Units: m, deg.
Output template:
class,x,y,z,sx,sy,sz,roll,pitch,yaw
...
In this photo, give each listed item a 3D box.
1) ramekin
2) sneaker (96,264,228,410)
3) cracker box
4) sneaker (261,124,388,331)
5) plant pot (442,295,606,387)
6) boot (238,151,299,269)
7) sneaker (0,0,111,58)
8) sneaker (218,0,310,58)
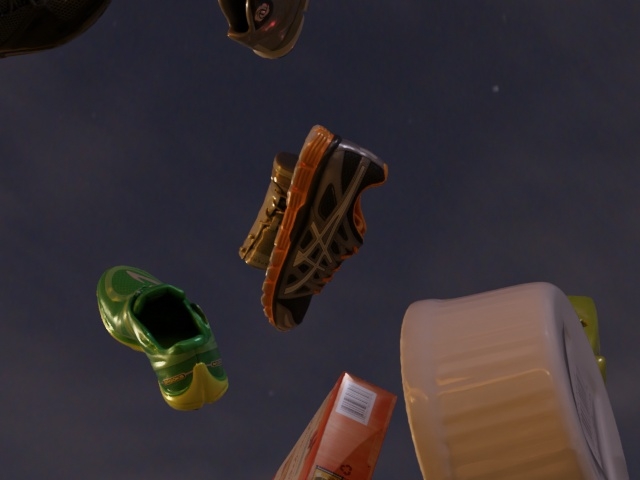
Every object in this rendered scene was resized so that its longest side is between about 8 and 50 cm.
class,x,y,z,sx,sy,sz,roll,pitch,yaw
ramekin,0.186,0.171,1.179,0.135,0.277,0.277,-17,-47,18
sneaker,-0.198,0.095,1.633,0.109,0.295,0.123,-20,-56,-24
cracker box,-0.010,0.264,1.330,0.067,0.155,0.232,26,-46,-3
sneaker,0.000,0.000,1.214,0.083,0.084,0.215,16,-59,-1
plant pot,0.249,0.211,1.634,0.228,0.207,0.227,-3,-71,1
boot,-0.054,-0.035,1.763,0.077,0.213,0.165,30,-85,4
sneaker,-0.318,-0.236,1.283,0.227,0.087,0.130,-16,-9,0
sneaker,-0.054,-0.331,1.515,0.086,0.228,0.132,19,7,30
